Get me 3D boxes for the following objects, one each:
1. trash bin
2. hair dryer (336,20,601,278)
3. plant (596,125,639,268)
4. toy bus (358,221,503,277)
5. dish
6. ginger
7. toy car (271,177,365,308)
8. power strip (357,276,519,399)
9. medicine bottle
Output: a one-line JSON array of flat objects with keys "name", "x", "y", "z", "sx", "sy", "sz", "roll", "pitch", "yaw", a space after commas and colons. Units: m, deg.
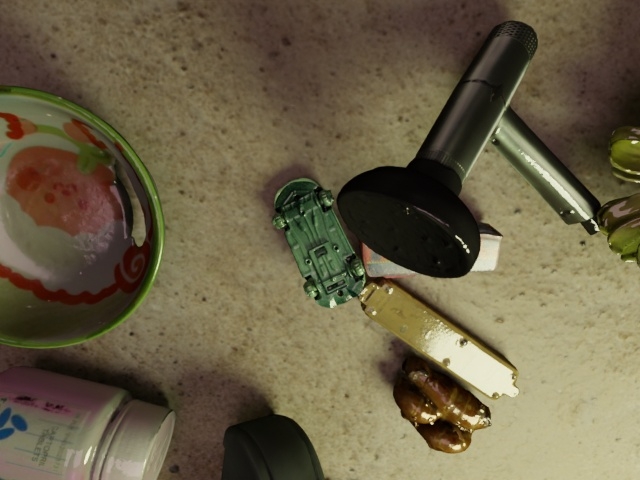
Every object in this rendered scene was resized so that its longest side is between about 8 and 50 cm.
[{"name": "trash bin", "x": -0.082, "y": 0.385, "z": 0.598, "sx": 0.101, "sy": 0.176, "sz": 0.237, "roll": 0, "pitch": 110, "yaw": -37}, {"name": "hair dryer", "x": 0.224, "y": -0.066, "z": 0.461, "sx": 0.284, "sy": 0.156, "sz": 0.320, "roll": 42, "pitch": 73, "yaw": 2}, {"name": "plant", "x": 0.509, "y": -0.064, "z": 0.459, "sx": 0.296, "sy": 0.261, "sz": 0.306, "roll": 5, "pitch": 84, "yaw": 43}, {"name": "toy bus", "x": 0.148, "y": 0.010, "z": 0.565, "sx": 0.192, "sy": 0.065, "sz": 0.077, "roll": -3, "pitch": 110, "yaw": 2}, {"name": "dish", "x": -0.361, "y": -0.031, "z": 0.543, "sx": 0.323, "sy": 0.124, "sz": 0.325, "roll": -1, "pitch": 104, "yaw": -5}, {"name": "ginger", "x": 0.173, "y": 0.253, "z": 0.618, "sx": 0.162, "sy": 0.073, "sz": 0.103, "roll": 38, "pitch": 88, "yaw": -1}, {"name": "toy car", "x": 0.000, "y": 0.000, "z": 0.568, "sx": 0.093, "sy": 0.058, "sz": 0.186, "roll": -26, "pitch": 82, "yaw": 11}, {"name": "power strip", "x": 0.174, "y": 0.142, "z": 0.606, "sx": 0.305, "sy": 0.044, "sz": 0.064, "roll": 35, "pitch": 102, "yaw": -8}, {"name": "medicine bottle", "x": -0.361, "y": 0.286, "z": 0.595, "sx": 0.254, "sy": 0.152, "sz": 0.152, "roll": 15, "pitch": 103, "yaw": -1}]
